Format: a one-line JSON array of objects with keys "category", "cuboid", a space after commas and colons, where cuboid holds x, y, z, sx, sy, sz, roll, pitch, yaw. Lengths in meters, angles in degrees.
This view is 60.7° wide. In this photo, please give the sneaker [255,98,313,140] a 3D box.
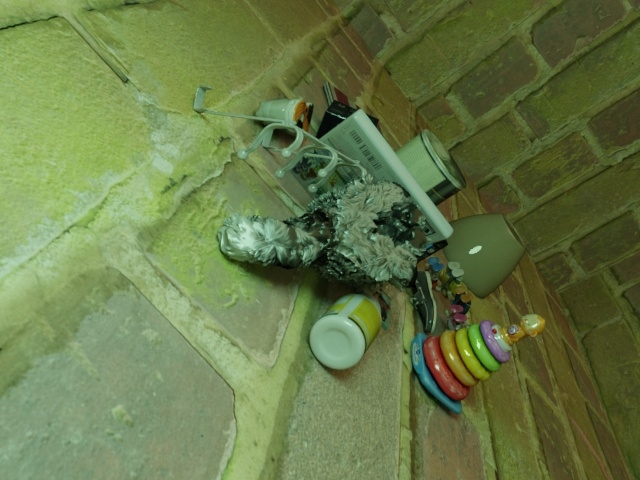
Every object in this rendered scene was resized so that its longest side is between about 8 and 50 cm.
[{"category": "sneaker", "cuboid": [-0.091, -0.319, 1.387, 0.121, 0.099, 0.262, 13, 4, 6]}]

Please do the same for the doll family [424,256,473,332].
[{"category": "doll family", "cuboid": [0.384, 0.169, 1.563, 0.163, 0.119, 0.262, 88, -12, -56]}]

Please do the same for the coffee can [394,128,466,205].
[{"category": "coffee can", "cuboid": [0.246, -0.159, 1.573, 0.201, 0.275, 0.201, 41, 28, -28]}]

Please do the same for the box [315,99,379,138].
[{"category": "box", "cuboid": [0.084, -0.343, 1.663, 0.156, 0.093, 0.158, 24, 28, 0]}]

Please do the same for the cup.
[{"category": "cup", "cuboid": [0.645, 0.026, 2.114, 0.331, 0.237, 0.331, 41, 29, -28]}]

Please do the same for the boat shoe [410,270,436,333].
[{"category": "boat shoe", "cuboid": [0.274, 0.168, 1.498, 0.065, 0.075, 0.206, 5, 45, -4]}]

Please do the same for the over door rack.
[{"category": "over door rack", "cuboid": [-0.092, -0.191, 1.124, 0.324, 0.108, 0.240, 31, 6, 38]}]

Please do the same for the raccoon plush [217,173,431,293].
[{"category": "raccoon plush", "cuboid": [0.000, 0.000, 1.112, 0.447, 0.299, 0.215, 11, 71, -18]}]

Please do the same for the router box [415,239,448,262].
[{"category": "router box", "cuboid": [0.301, -0.027, 1.676, 0.046, 0.133, 0.178, 34, 31, -40]}]

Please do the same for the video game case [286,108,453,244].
[{"category": "video game case", "cuboid": [0.101, -0.103, 1.248, 0.329, 0.300, 0.036, 50, 57, -10]}]

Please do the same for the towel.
[{"category": "towel", "cuboid": [0.137, -0.417, 1.997, 0.329, 0.037, 0.236, 28, 38, -42]}]

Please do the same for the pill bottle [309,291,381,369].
[{"category": "pill bottle", "cuboid": [0.057, 0.161, 1.031, 0.103, 0.103, 0.184, 56, 24, 1]}]

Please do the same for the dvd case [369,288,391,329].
[{"category": "dvd case", "cuboid": [0.136, 0.147, 1.303, 0.087, 0.013, 0.119, 48, 24, -15]}]

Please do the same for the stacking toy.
[{"category": "stacking toy", "cuboid": [0.375, 0.249, 1.257, 0.166, 0.302, 0.175, 45, 27, -23]}]
